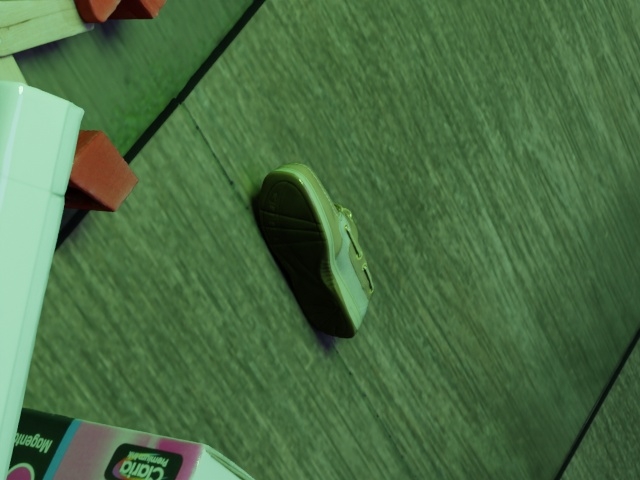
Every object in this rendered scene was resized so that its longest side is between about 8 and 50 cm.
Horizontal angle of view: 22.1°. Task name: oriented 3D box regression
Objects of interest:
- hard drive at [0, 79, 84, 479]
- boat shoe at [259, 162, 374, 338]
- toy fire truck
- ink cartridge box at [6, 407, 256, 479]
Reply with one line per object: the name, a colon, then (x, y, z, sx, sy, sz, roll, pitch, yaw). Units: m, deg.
hard drive: (-0.216, 0.113, 0.640, 0.047, 0.233, 0.353, 20, 78, -49)
boat shoe: (0.000, 0.000, 1.033, 0.045, 0.050, 0.135, -54, 141, -36)
toy fire truck: (-0.142, -0.121, 0.850, 0.192, 0.047, 0.135, 53, 56, -38)
ink cartridge box: (-0.172, 0.255, 0.750, 0.069, 0.176, 0.371, 43, 62, -43)
